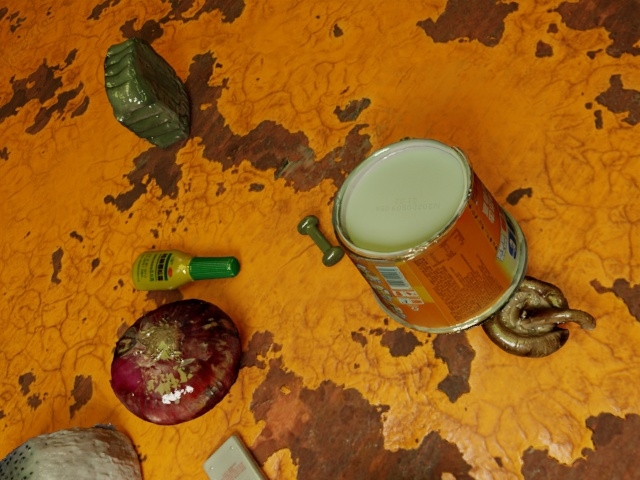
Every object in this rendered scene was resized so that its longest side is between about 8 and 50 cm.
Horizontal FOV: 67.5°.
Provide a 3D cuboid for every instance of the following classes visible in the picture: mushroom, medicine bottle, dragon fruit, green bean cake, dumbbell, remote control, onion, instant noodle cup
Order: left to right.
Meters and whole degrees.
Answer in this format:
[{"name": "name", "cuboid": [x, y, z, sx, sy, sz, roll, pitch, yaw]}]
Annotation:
[{"name": "dragon fruit", "cuboid": [-0.491, 0.501, 0.878, 0.283, 0.221, 0.204, -40, 54, -1]}, {"name": "green bean cake", "cuboid": [-0.434, -0.369, 1.207, 0.125, 0.227, 0.222, -18, 63, 16]}, {"name": "onion", "cuboid": [-0.268, 0.230, 0.918, 0.247, 0.190, 0.246, -1, 53, 1]}, {"name": "medicine bottle", "cuboid": [-0.303, 0.064, 1.070, 0.261, 0.064, 0.094, -3, 68, 19]}, {"name": "remote control", "cuboid": [-0.132, 0.452, 0.860, 0.087, 0.029, 0.190, -46, 60, -1]}, {"name": "dumbbell", "cuboid": [0.000, 0.000, 0.987, 0.052, 0.046, 0.118, -42, 61, 7]}, {"name": "instant noodle cup", "cuboid": [0.169, -0.016, 0.793, 0.297, 0.214, 0.296, -18, 51, 24]}, {"name": "mushroom", "cuboid": [0.349, 0.124, 0.777, 0.171, 0.080, 0.135, 5, 75, 31]}]
